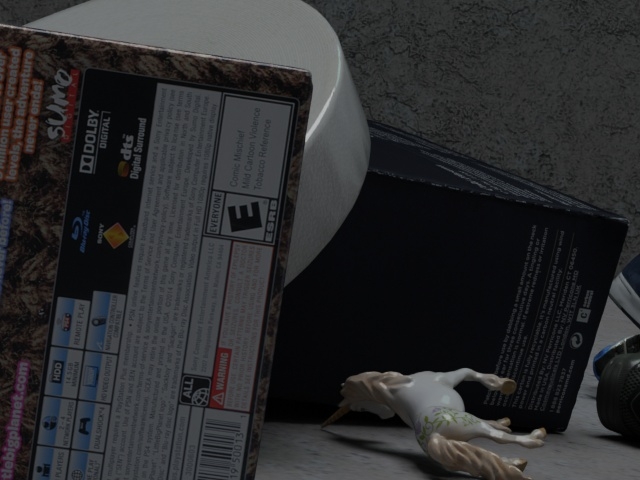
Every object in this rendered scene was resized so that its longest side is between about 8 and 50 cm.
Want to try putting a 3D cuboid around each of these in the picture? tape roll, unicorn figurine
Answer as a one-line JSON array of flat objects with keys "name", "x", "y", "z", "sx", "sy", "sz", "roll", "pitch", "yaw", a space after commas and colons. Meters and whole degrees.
[{"name": "tape roll", "x": -0.158, "y": -0.042, "z": 1.245, "sx": 0.392, "sy": 0.072, "sz": 0.392, "roll": -15, "pitch": 34, "yaw": 10}, {"name": "unicorn figurine", "x": 0.077, "y": 0.114, "z": 1.233, "sx": 0.111, "sy": 0.060, "sz": 0.162, "roll": 8, "pitch": 3, "yaw": -15}]

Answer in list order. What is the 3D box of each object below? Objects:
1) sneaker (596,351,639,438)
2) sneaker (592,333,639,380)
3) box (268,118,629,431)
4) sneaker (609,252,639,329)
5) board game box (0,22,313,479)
[{"name": "sneaker", "x": 0.337, "y": 0.127, "z": 1.487, "sx": 0.227, "sy": 0.087, "sz": 0.130, "roll": 1, "pitch": 9, "yaw": -41}, {"name": "sneaker", "x": 0.285, "y": 0.124, "z": 1.755, "sx": 0.073, "sy": 0.063, "sz": 0.162, "roll": -11, "pitch": -10, "yaw": 29}, {"name": "box", "x": 0.000, "y": 0.000, "z": 1.484, "sx": 0.312, "sy": 0.179, "sz": 0.343, "roll": 11, "pitch": 9, "yaw": -35}, {"name": "sneaker", "x": 0.369, "y": 0.049, "z": 1.674, "sx": 0.086, "sy": 0.163, "sz": 0.226, "roll": 23, "pitch": 21, "yaw": -45}, {"name": "board game box", "x": -0.165, "y": 0.009, "z": 0.948, "sx": 0.291, "sy": 0.232, "sz": 0.141, "roll": 9, "pitch": 3, "yaw": -5}]
